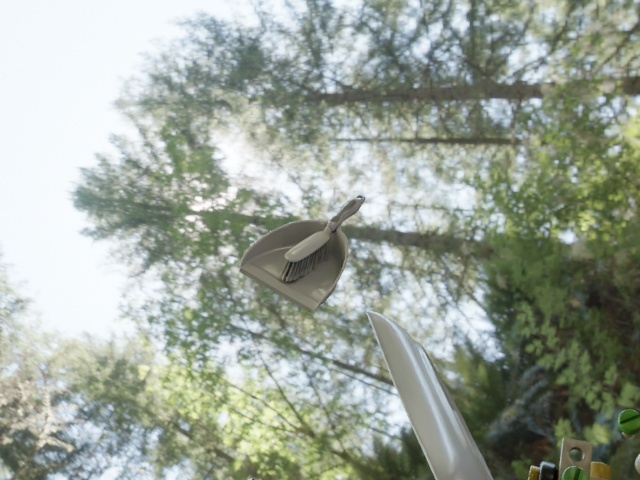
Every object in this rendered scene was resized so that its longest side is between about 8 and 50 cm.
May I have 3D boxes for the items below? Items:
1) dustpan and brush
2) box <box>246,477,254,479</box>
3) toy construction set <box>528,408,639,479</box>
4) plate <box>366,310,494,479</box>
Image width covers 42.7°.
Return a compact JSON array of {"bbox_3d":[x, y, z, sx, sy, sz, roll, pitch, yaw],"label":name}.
[{"bbox_3d":[0.000,0.000,1.196,0.211,0.147,0.060,-37,-36,-39],"label":"dustpan and brush"},{"bbox_3d":[-0.080,0.379,1.019,0.137,0.027,0.094,61,-158,-1],"label":"box"},{"bbox_3d":[0.428,0.347,1.161,0.309,0.257,0.237,-47,-34,-18],"label":"toy construction set"},{"bbox_3d":[0.152,0.240,0.907,0.045,0.278,0.277,-27,-55,5],"label":"plate"}]
